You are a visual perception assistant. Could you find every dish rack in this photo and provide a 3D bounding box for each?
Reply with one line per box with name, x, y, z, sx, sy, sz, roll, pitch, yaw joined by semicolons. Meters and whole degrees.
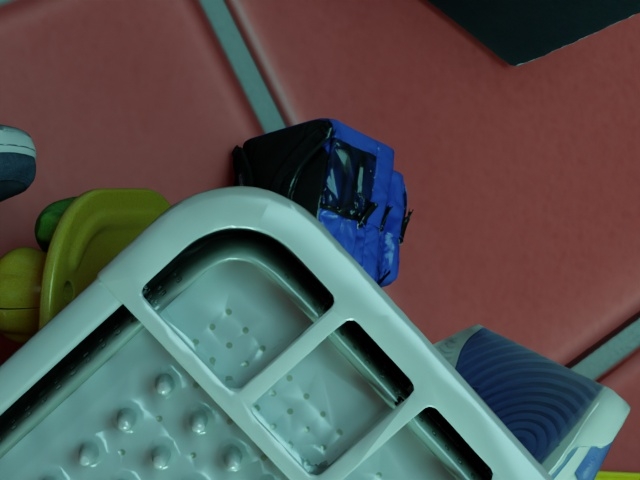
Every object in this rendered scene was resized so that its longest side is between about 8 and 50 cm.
dish rack;-0.064;0.169;0.744;0.333;0.072;0.285;-43;96;-2

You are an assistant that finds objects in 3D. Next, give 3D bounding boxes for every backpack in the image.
backpack;0.000;0.000;0.945;0.101;0.098;0.120;23;67;-31

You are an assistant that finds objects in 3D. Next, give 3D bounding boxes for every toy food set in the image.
toy food set;-0.126;0.036;0.852;0.218;0.071;0.128;-1;91;-72

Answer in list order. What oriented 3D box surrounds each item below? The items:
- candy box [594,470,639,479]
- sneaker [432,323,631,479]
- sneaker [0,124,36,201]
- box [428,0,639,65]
candy box;0.215;0.214;1.082;0.206;0.027;0.105;7;72;-32
sneaker;0.059;0.212;0.894;0.315;0.127;0.182;-52;139;-8
sneaker;-0.228;0.040;0.786;0.226;0.086;0.163;-21;81;-26
box;0.152;-0.376;1.059;0.293;0.212;0.395;34;63;-22
